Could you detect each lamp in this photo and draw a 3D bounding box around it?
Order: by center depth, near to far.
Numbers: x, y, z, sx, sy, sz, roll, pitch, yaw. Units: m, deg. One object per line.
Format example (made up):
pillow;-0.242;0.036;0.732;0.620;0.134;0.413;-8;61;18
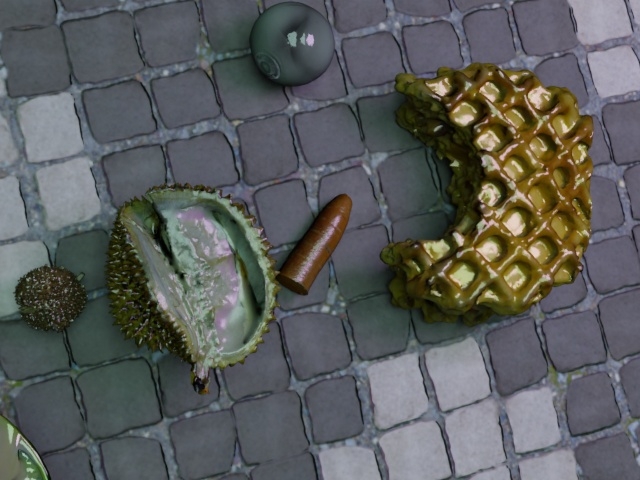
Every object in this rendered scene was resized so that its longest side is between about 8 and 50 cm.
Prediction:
lamp;-0.035;-0.239;1.324;0.105;0.105;0.105;2;83;-13

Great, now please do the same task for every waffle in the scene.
waffle;0.202;-0.056;1.339;0.261;0.151;0.324;7;83;-9

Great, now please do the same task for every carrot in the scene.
carrot;0.000;0.000;1.333;0.048;0.048;0.139;35;76;-7

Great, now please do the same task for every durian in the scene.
durian;-0.151;0.059;1.244;0.193;0.138;0.237;0;80;-16
durian;-0.307;0.062;1.244;0.080;0.080;0.091;46;59;-4

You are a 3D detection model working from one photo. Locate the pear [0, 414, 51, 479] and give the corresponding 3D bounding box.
pear;-0.455;0.338;1.123;0.399;0.165;0.398;2;83;-13
